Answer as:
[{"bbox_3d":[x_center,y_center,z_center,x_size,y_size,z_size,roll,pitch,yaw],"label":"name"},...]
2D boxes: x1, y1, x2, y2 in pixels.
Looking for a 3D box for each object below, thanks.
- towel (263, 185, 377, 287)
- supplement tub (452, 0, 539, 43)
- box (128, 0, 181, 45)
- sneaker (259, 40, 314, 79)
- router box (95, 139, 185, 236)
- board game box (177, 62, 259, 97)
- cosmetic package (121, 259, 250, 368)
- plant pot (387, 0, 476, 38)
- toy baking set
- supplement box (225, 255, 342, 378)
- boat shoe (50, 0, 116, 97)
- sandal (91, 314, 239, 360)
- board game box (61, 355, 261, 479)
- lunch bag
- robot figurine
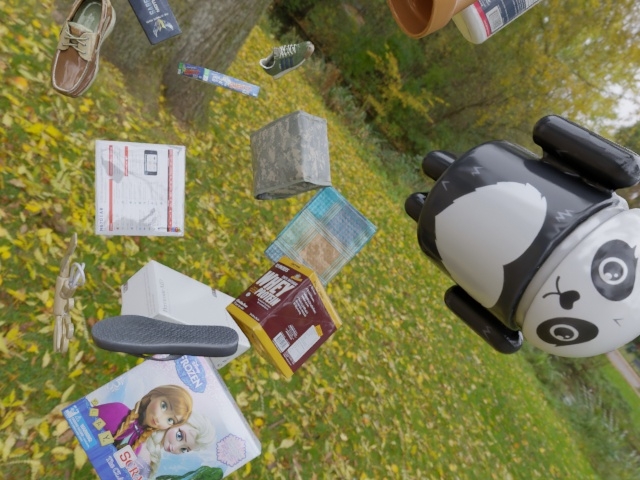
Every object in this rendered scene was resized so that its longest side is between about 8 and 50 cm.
[{"bbox_3d":[0.000,0.000,1.725,0.271,0.370,0.040,43,0,2],"label":"towel"},{"bbox_3d":[0.484,-0.682,1.211,0.191,0.272,0.191,49,19,-23],"label":"supplement tub"},{"bbox_3d":[-0.310,-0.446,0.774,0.183,0.059,0.232,67,-5,-35],"label":"box"},{"bbox_3d":[-0.118,-0.601,1.486,0.086,0.192,0.064,22,57,-45],"label":"sneaker"},{"bbox_3d":[-0.649,-0.185,1.656,0.301,0.335,0.082,2,5,-15],"label":"router box"},{"bbox_3d":[-0.303,-0.479,1.361,0.136,0.035,0.201,27,17,39],"label":"board game box"},{"bbox_3d":[-0.424,0.246,1.445,0.385,0.156,0.217,39,19,-49],"label":"cosmetic package"},{"bbox_3d":[0.279,-0.639,1.031,0.291,0.204,0.290,159,-90,-84],"label":"plant pot"},{"bbox_3d":[-0.512,0.110,0.930,0.030,0.197,0.256,6,89,-39],"label":"toy baking set"},{"bbox_3d":[-0.083,0.182,1.098,0.129,0.194,0.191,22,-33,47],"label":"supplement box"},{"bbox_3d":[-0.688,-0.573,1.294,0.123,0.323,0.120,16,-11,-13],"label":"boat shoe"},{"bbox_3d":[-0.277,0.186,0.811,0.255,0.054,0.097,9,18,-10],"label":"sandal"},{"bbox_3d":[-0.350,0.426,1.029,0.318,0.318,0.066,59,-9,0],"label":"board game box"},{"bbox_3d":[-0.119,-0.270,1.524,0.169,0.287,0.235,2,82,-52],"label":"lunch bag"},{"bbox_3d":[0.218,-0.002,0.494,0.278,0.174,0.209,47,-12,40],"label":"robot figurine"}]
